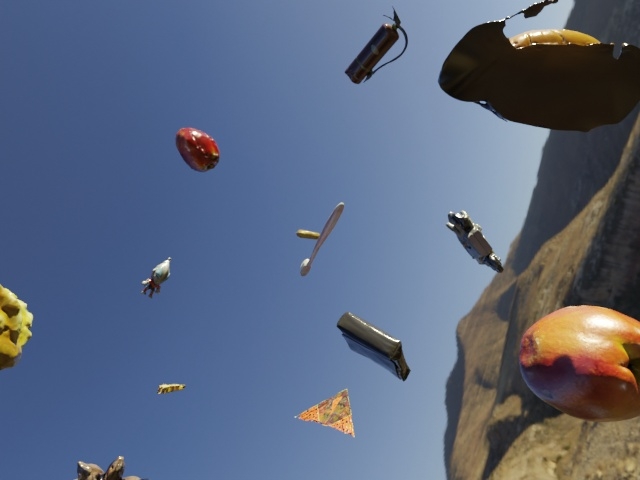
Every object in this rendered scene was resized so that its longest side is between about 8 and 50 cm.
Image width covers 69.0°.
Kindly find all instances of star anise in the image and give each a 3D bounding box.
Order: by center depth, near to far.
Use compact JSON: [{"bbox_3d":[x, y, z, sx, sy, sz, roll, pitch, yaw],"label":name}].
[{"bbox_3d":[-0.525,0.603,1.118,0.073,0.212,0.196,-111,-1,-72],"label":"star anise"}]

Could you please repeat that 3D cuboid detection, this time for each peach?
[{"bbox_3d":[0.478,0.224,0.851,0.243,0.243,0.199,-10,-94,-61],"label":"peach"},{"bbox_3d":[-0.422,-0.322,1.616,0.172,0.092,0.127,53,-143,-13],"label":"peach"}]

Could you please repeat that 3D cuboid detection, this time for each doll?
[{"bbox_3d":[-0.417,0.093,1.198,0.057,0.039,0.114,37,-108,-25],"label":"doll"}]

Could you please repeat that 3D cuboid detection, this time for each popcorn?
[{"bbox_3d":[-0.887,0.207,1.131,0.279,0.274,0.335,-55,-38,-2],"label":"popcorn"}]

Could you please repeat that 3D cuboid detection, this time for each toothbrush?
[{"bbox_3d":[0.000,0.000,1.275,0.307,0.025,0.029,120,152,-44],"label":"toothbrush"}]

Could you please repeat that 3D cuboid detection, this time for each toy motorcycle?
[{"bbox_3d":[0.460,0.002,1.397,0.073,0.225,0.152,-40,2,6],"label":"toy motorcycle"}]

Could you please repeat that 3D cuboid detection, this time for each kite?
[{"bbox_3d":[0.039,0.439,1.227,0.125,0.222,0.008,-51,-60,-33],"label":"kite"}]

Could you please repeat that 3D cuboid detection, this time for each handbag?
[{"bbox_3d":[0.184,0.353,1.561,0.080,0.247,0.223,-52,-35,-19],"label":"handbag"}]

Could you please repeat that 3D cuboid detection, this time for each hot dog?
[{"bbox_3d":[0.374,-0.296,0.805,0.107,0.326,0.194,-85,18,-67],"label":"hot dog"}]

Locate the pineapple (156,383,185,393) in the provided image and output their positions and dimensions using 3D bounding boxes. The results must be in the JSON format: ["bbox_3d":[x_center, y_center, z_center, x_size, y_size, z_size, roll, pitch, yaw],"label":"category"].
[{"bbox_3d":[-0.380,0.370,1.163,0.083,0.045,0.019,28,-119,-69],"label":"pineapple"}]

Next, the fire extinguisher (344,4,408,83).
[{"bbox_3d":[0.119,-0.383,0.941,0.157,0.078,0.045,-43,17,37],"label":"fire extinguisher"}]

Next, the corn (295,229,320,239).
[{"bbox_3d":[-0.043,-0.018,1.537,0.028,0.083,0.027,-47,-35,-70],"label":"corn"}]
